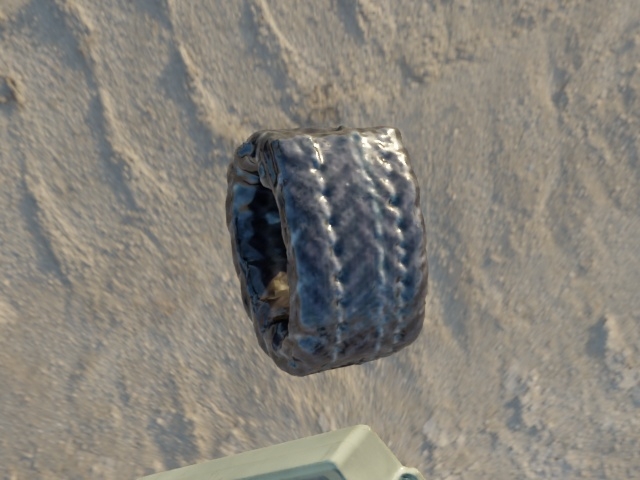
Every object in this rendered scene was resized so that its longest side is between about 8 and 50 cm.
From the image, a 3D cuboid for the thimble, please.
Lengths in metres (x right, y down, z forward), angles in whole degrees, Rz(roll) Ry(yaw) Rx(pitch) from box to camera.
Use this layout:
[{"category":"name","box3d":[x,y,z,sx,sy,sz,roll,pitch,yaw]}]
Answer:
[{"category":"thimble","box3d":[0.000,0.002,0.525,0.066,0.095,0.104,-7,99,-22]}]

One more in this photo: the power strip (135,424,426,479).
[{"category":"power strip","box3d":[-0.046,0.208,0.887,0.106,0.367,0.043,51,54,-10]}]
